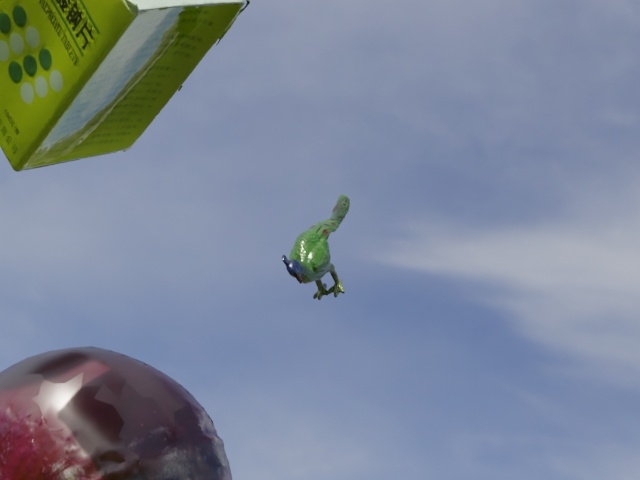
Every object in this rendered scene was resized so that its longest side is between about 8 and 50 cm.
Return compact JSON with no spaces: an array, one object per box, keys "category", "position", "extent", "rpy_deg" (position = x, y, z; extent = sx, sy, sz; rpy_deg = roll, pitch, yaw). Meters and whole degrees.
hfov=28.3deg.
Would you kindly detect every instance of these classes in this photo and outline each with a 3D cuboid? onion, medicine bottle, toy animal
[{"category":"onion","position":[-0.239,0.242,1.348],"extent":[0.336,0.260,0.282],"rpy_deg":[3,6,44]},{"category":"medicine bottle","position":[-0.202,-0.188,1.133],"extent":[0.250,0.141,0.137],"rpy_deg":[-42,-109,41]},{"category":"toy animal","position":[0.005,0.016,1.328],"extent":[0.041,0.217,0.075],"rpy_deg":[-15,-76,22]}]
